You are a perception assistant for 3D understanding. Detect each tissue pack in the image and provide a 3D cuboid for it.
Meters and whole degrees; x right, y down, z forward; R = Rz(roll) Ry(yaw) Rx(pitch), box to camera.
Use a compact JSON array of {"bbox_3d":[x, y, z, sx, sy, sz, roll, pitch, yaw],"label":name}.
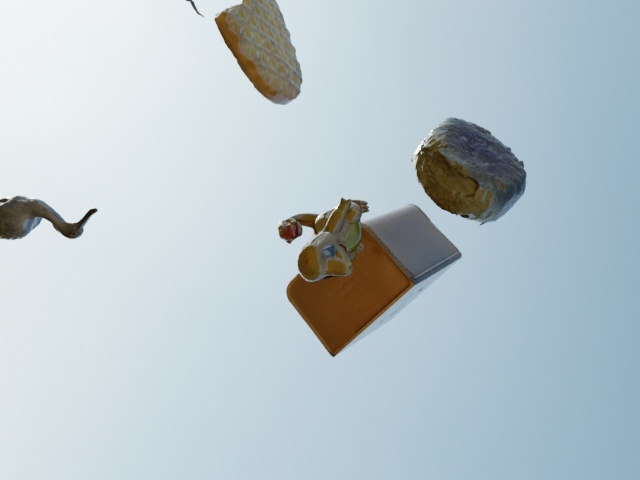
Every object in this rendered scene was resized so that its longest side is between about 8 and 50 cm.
[{"bbox_3d":[0.094,0.053,1.556,0.194,0.274,0.145,-42,-99,23],"label":"tissue pack"}]

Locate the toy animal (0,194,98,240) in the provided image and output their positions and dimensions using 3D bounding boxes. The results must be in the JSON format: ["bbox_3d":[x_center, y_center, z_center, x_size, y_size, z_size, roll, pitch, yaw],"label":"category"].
[{"bbox_3d":[-0.608,-0.054,1.885,0.324,0.090,0.195,27,-48,8],"label":"toy animal"}]

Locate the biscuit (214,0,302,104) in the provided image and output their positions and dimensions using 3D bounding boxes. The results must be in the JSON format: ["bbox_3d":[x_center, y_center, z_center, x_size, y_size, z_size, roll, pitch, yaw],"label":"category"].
[{"bbox_3d":[-0.090,-0.338,1.623,0.040,0.309,0.205,-21,-73,18],"label":"biscuit"}]

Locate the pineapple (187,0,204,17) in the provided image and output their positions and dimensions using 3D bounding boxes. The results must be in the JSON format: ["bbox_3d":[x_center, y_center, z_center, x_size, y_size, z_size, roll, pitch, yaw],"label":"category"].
[{"bbox_3d":[-0.234,-0.648,2.109,0.262,0.271,0.263,163,-90,-86],"label":"pineapple"}]

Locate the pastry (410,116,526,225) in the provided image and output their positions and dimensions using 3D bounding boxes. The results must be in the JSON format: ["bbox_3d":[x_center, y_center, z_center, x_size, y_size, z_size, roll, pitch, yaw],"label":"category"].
[{"bbox_3d":[0.238,-0.109,1.489,0.182,0.192,0.093,37,-55,4],"label":"pastry"}]

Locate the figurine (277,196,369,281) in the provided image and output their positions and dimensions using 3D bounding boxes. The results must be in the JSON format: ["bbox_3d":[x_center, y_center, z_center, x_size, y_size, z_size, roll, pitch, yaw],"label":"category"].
[{"bbox_3d":[-0.004,0.000,1.303,0.122,0.176,0.121,13,-65,7],"label":"figurine"}]
